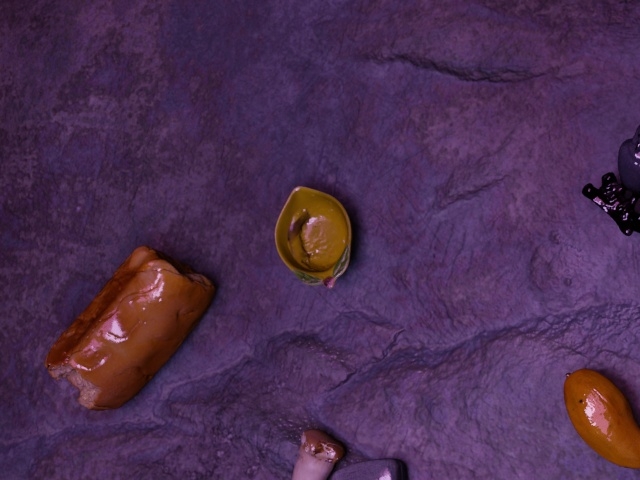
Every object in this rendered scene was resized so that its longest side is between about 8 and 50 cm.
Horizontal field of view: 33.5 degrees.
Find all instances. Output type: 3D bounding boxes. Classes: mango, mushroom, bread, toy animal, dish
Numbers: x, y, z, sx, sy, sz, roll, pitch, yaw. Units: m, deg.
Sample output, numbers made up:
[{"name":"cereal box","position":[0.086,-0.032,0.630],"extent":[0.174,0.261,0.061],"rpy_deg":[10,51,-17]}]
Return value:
[{"name":"mango","position":[0.458,0.288,1.706],"extent":[0.098,0.075,0.190],"rpy_deg":[-42,73,18]},{"name":"mushroom","position":[-0.019,0.444,1.902],"extent":[0.084,0.071,0.209],"rpy_deg":[17,91,1]},{"name":"bread","position":[-0.359,0.177,2.040],"extent":[0.344,0.195,0.149],"rpy_deg":[-50,45,9]},{"name":"toy animal","position":[0.525,-0.113,1.698],"extent":[0.121,0.117,0.210],"rpy_deg":[55,148,28]},{"name":"dish","position":[0.000,0.000,1.966],"extent":[0.149,0.080,0.207],"rpy_deg":[-22,71,16]}]

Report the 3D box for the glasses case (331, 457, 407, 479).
[{"name":"glasses case","position":[0.108,0.540,1.820],"extent":[0.131,0.074,0.323],"rpy_deg":[-17,74,20]}]
